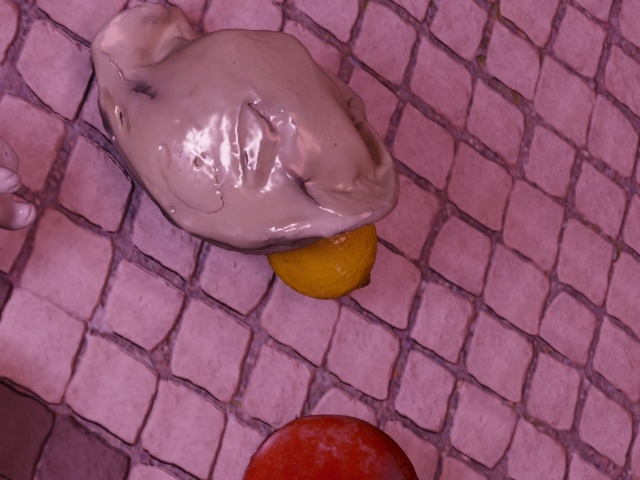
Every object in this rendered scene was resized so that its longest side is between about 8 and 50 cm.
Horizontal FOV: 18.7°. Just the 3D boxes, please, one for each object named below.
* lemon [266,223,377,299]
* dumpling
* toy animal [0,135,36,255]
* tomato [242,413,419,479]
[{"bbox_3d":[0.000,0.000,1.869,0.133,0.109,0.109,40,55,-24],"label":"lemon"},{"bbox_3d":[-0.059,-0.100,1.808,0.318,0.187,0.243,35,31,12],"label":"dumpling"},{"bbox_3d":[-0.321,0.005,1.602,0.130,0.104,0.221,22,61,0],"label":"toy animal"},{"bbox_3d":[0.029,0.244,1.825,0.189,0.099,0.173,23,66,-31],"label":"tomato"}]
